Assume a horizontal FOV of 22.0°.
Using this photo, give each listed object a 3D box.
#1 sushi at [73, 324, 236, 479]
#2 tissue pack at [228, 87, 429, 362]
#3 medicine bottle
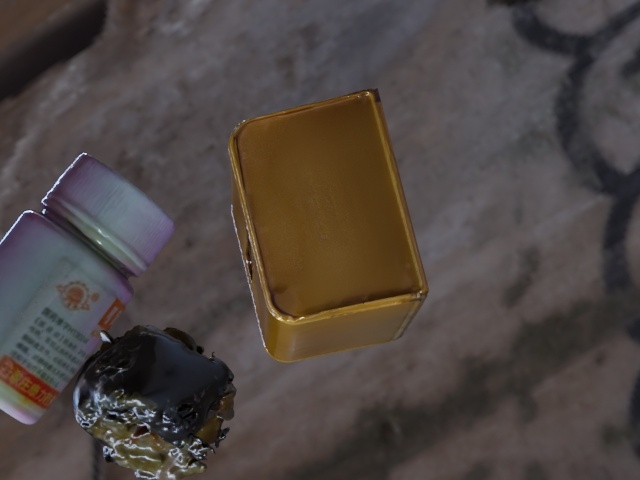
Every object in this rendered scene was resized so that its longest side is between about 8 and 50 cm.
[{"bbox_3d":[-0.219,0.205,2.223,0.200,0.213,0.204,53,-139,-30],"label":"sushi"},{"bbox_3d":[0.000,0.000,1.532,0.274,0.145,0.194,98,157,-78],"label":"tissue pack"},{"bbox_3d":[-0.412,0.071,2.534,0.219,0.388,0.219,35,171,7],"label":"medicine bottle"}]
